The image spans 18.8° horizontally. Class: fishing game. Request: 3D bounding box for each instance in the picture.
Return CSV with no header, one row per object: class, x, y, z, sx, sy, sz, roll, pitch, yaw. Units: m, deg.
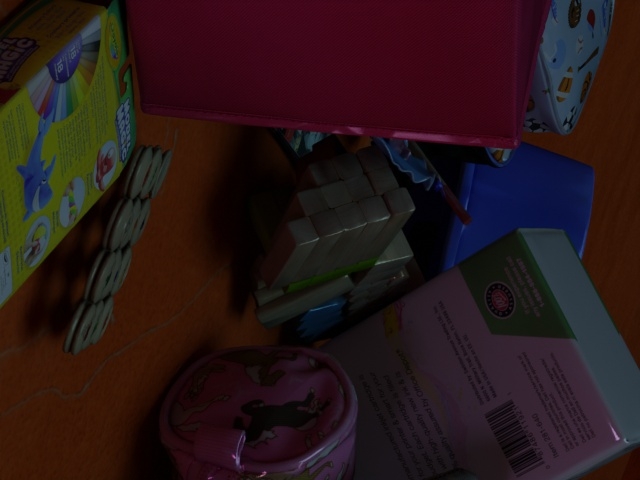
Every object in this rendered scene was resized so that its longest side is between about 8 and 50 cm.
fishing game,0.032,-0.118,1.502,0.041,0.189,0.264,-41,138,9

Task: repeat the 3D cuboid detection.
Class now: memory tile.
memory tile,-0.136,0.005,1.304,0.113,0.012,0.148,-31,142,-87

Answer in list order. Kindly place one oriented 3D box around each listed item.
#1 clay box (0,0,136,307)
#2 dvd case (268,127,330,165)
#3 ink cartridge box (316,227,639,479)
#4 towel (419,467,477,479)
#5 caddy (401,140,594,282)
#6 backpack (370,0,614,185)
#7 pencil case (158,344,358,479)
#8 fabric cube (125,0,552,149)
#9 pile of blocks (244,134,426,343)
clay box,-0.181,-0.053,1.151,0.222,0.053,0.127,-55,153,-48
dvd case,-0.012,-0.112,1.616,0.119,0.013,0.087,49,58,-64
ink cartridge box,0.124,0.142,1.673,0.117,0.278,0.201,-1,62,-62
towel,-0.016,0.346,1.528,0.312,0.056,0.324,-19,128,-28
caddy,0.143,0.037,1.900,0.241,0.179,0.341,-120,-137,-85
backpack,0.141,-0.225,1.688,0.276,0.213,0.263,74,26,-49
pencil case,-0.044,0.264,1.585,0.167,0.160,0.386,-106,-168,-54
fabric cube,0.022,-0.245,1.211,0.258,0.254,0.259,83,17,-44
pile of blocks,0.000,0.000,1.631,0.362,0.149,0.113,68,-3,-72
